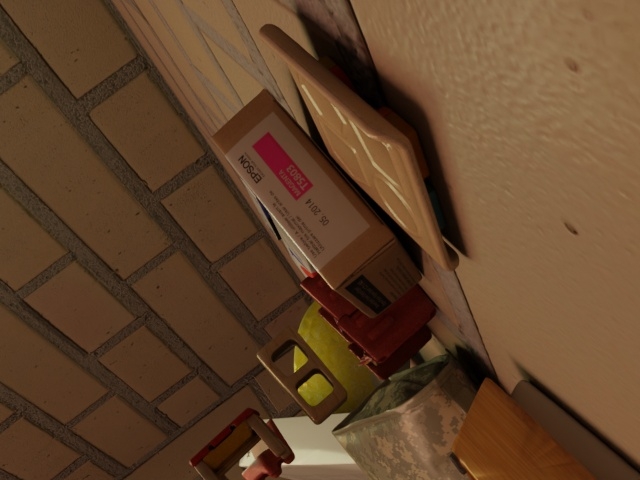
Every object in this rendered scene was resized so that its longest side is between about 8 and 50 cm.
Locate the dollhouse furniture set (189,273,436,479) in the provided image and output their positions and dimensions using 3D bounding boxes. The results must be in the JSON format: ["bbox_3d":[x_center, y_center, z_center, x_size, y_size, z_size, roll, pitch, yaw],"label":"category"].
[{"bbox_3d":[-0.019,0.180,1.015,0.152,0.374,0.201,47,171,18],"label":"dollhouse furniture set"}]

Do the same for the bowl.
[{"bbox_3d":[0.088,0.250,1.474,0.156,0.289,0.289,-5,134,33],"label":"bowl"}]

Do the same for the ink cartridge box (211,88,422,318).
[{"bbox_3d":[0.002,-0.035,0.835,0.235,0.088,0.193,51,-176,22],"label":"ink cartridge box"}]

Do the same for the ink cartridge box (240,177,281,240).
[{"bbox_3d":[-0.056,-0.073,1.138,0.046,0.097,0.207,51,174,18],"label":"ink cartridge box"}]

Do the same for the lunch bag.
[{"bbox_3d":[0.183,0.289,1.005,0.235,0.169,0.287,52,150,3],"label":"lunch bag"}]

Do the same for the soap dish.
[{"bbox_3d":[0.259,0.290,0.689,0.229,0.118,0.291,56,175,-31],"label":"soap dish"}]

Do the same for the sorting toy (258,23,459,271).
[{"bbox_3d":[0.043,-0.083,0.634,0.193,0.038,0.208,49,178,38],"label":"sorting toy"}]

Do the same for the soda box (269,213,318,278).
[{"bbox_3d":[0.000,0.000,1.138,0.091,0.098,0.286,51,173,16],"label":"soda box"}]

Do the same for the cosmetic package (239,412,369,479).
[{"bbox_3d":[0.082,0.399,1.351,0.284,0.377,0.098,29,-124,-43],"label":"cosmetic package"}]
